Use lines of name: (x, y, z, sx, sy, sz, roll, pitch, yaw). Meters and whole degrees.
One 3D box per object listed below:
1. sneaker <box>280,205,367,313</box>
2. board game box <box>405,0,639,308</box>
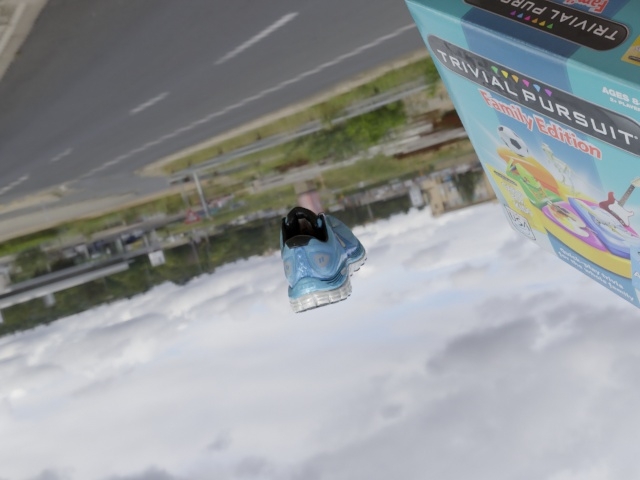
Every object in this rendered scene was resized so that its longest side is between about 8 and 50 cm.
sneaker: (0.000, 0.000, 0.686, 0.063, 0.073, 0.162, -16, -166, 7)
board game box: (0.234, -0.075, 0.699, 0.079, 0.336, 0.254, -44, -136, -6)
